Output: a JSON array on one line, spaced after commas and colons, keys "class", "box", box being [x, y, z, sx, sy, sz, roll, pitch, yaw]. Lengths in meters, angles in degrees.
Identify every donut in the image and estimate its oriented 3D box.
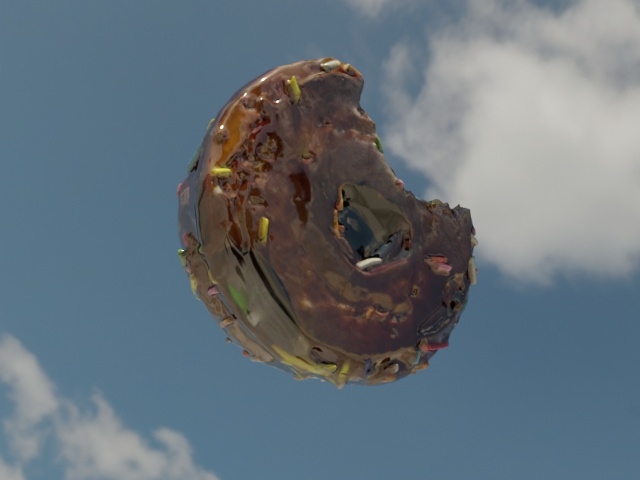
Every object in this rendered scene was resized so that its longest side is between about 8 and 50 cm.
[{"class": "donut", "box": [-0.001, -0.001, 0.726, 0.230, 0.216, 0.096, 41, -34, -22]}]
